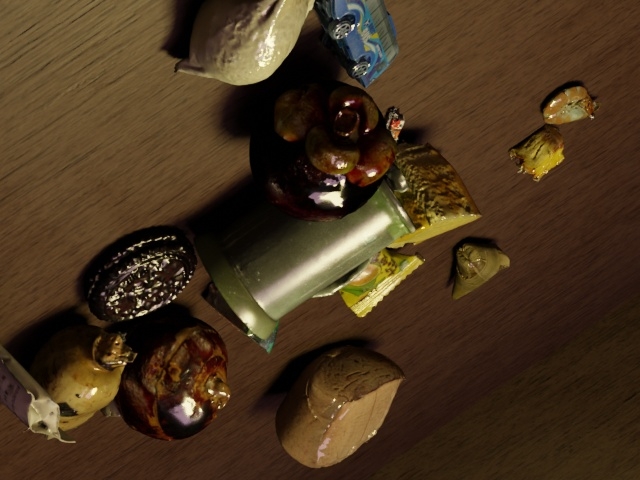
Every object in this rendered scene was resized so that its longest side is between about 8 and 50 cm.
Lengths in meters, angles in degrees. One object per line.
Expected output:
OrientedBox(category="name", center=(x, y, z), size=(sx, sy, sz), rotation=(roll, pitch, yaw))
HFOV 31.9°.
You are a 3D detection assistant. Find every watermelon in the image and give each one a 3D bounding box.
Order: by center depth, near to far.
OrientedBox(category="watermelon", center=(-0.113, 0.133, 2.005), size=(0.128, 0.146, 0.231), rotation=(-34, 153, -1))

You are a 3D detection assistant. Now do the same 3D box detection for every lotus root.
OrientedBox(category="lotus root", center=(-0.402, 0.225, 1.804), size=(0.257, 0.140, 0.154), rotation=(-47, -162, 35))

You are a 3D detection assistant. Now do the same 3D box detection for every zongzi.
OrientedBox(category="zongzi", center=(0.321, 0.073, 2.522), size=(0.176, 0.078, 0.160), rotation=(-42, 149, 25))

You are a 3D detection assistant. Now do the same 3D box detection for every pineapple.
OrientedBox(category="pineapple", center=(0.445, -0.182, 2.235), size=(0.137, 0.069, 0.116), rotation=(-19, 147, -49))

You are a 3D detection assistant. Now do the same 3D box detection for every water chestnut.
OrientedBox(category="water chestnut", center=(-0.273, 0.229, 1.952), size=(0.224, 0.238, 0.223), rotation=(-13, 107, -47))

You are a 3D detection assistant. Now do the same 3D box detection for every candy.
OrientedBox(category="candy", center=(0.077, 0.044, 2.165), size=(0.187, 0.081, 0.297), rotation=(-38, 144, 9))

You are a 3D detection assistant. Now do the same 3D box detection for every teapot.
OrientedBox(category="teapot", center=(0.000, 0.000, 1.808), size=(0.337, 0.200, 0.270), rotation=(-34, 142, 4))

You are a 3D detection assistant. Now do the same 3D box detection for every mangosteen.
OrientedBox(category="mangosteen", center=(0.010, -0.137, 1.569), size=(0.211, 0.211, 0.250), rotation=(-23, 174, -23))

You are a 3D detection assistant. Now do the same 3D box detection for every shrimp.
OrientedBox(category="shrimp", center=(0.495, -0.259, 2.169), size=(0.184, 0.043, 0.091), rotation=(-1, 136, -49))

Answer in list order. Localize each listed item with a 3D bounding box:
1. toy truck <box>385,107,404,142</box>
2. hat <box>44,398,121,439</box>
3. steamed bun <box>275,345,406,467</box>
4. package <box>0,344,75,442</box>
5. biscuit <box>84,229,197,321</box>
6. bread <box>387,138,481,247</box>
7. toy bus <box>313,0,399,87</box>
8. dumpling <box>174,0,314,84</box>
OrientedBox(category="toy truck", center=(0.119, -0.187, 1.858), size=(0.032, 0.024, 0.083), rotation=(6, 146, -12))
OrientedBox(category="hat", center=(-0.427, 0.292, 2.021), size=(0.147, 0.085, 0.175), rotation=(-19, 179, 2))
OrientedBox(category="steamed bun", center=(0.030, 0.356, 2.548), size=(0.301, 0.199, 0.251), rotation=(-14, 132, -53))
OrientedBox(category="package", center=(-0.466, 0.209, 1.644), size=(0.062, 0.204, 0.251), rotation=(-44, 159, -19))
OrientedBox(category="biscuit", center=(-0.283, 0.058, 1.770), size=(0.194, 0.053, 0.194), rotation=(-27, 154, -14))
OrientedBox(category="bread", center=(0.161, -0.066, 1.923), size=(0.140, 0.169, 0.160), rotation=(-8, 152, -43))
OrientedBox(category="toy bus", center=(0.045, -0.297, 1.502), size=(0.094, 0.079, 0.236), rotation=(-36, 156, -1))
OrientedBox(category="dumpling", center=(-0.073, -0.266, 1.372), size=(0.166, 0.126, 0.216), rotation=(-32, 158, -46))
